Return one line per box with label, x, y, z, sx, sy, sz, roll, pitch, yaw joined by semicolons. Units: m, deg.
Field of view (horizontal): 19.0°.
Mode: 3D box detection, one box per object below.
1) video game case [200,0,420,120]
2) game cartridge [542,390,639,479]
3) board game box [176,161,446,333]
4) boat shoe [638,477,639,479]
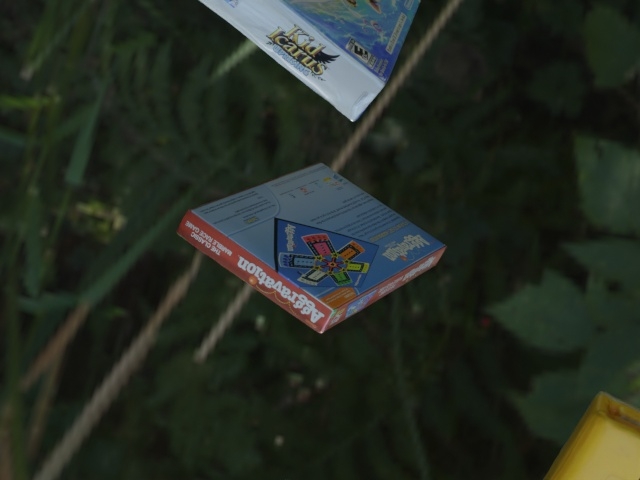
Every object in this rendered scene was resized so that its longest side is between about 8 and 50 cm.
video game case;-0.022;-0.267;1.963;0.244;0.269;0.061;36;118;-8
game cartridge;0.266;0.309;1.492;0.285;0.052;0.323;26;114;-1
board game box;0.000;0.000;1.621;0.145;0.281;0.027;33;110;14
boat shoe;0.255;0.142;1.180;0.095;0.095;0.257;10;134;2
